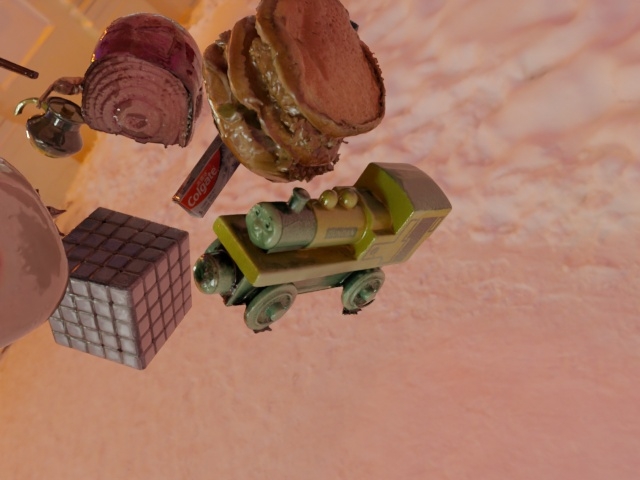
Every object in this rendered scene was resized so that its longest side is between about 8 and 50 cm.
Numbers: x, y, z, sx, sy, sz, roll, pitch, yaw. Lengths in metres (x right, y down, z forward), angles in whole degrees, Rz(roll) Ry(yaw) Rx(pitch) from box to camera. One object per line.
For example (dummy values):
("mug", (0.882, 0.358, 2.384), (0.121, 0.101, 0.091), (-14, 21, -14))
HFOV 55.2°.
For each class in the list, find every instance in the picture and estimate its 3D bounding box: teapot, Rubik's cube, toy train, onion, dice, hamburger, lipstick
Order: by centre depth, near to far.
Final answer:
("hamburger", (-0.036, -0.200, 0.862), (0.211, 0.260, 0.245), (-23, 43, 33))
("toy train", (0.000, 0.000, 0.870), (0.150, 0.369, 0.237), (51, 124, 26))
("dice", (-0.590, 0.032, 0.898), (0.304, 0.276, 0.304), (1, 25, 42))
("onion", (-0.337, -0.321, 1.191), (0.256, 0.272, 0.230), (-38, 33, 33))
("Rubik's cube", (-0.435, 0.102, 1.329), (0.238, 0.238, 0.237), (13, 38, 12))
("teapot", (-0.616, -0.269, 1.403), (0.119, 0.166, 0.130), (-51, 11, 21))
("lipstick", (-0.740, -0.414, 1.438), (0.027, 0.177, 0.027), (23, -90, -79))

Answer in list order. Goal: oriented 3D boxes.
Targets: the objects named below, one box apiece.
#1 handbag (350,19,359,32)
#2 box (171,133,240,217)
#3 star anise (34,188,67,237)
("handbag", (-0.027, -0.457, 1.266), (0.057, 0.221, 0.144), (-49, -6, -17))
("box", (-0.176, -0.142, 1.082), (0.040, 0.055, 0.218), (16, 69, 54))
("star anise", (-0.794, -0.055, 1.695), (0.063, 0.172, 0.207), (-38, 53, 34))
